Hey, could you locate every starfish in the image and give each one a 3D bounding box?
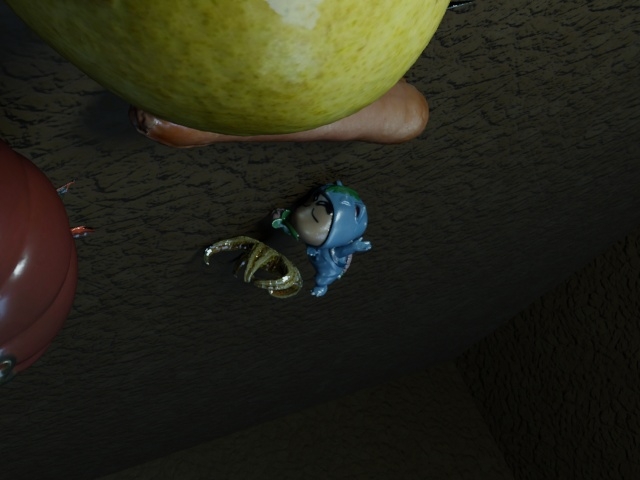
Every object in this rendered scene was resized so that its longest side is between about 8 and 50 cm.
[{"bbox_3d":[-0.104,0.038,1.270,0.074,0.146,0.190,-59,169,-3],"label":"starfish"}]

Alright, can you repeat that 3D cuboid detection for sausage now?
[{"bbox_3d":[-0.029,-0.153,0.925,0.418,0.094,0.094,-7,123,-41],"label":"sausage"}]

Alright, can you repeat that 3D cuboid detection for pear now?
[{"bbox_3d":[-0.057,-0.208,0.463,0.314,0.314,0.314,-23,160,-9],"label":"pear"}]

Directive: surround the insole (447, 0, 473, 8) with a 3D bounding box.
[{"bbox_3d":[0.102,-0.230,0.809,0.080,0.003,0.232,-14,-164,-4],"label":"insole"}]

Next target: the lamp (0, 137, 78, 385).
[{"bbox_3d":[-0.363,0.024,0.693,0.303,0.257,0.303,-14,144,-10],"label":"lamp"}]

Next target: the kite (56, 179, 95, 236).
[{"bbox_3d":[-0.368,-0.001,1.002,0.189,0.009,0.232,-10,154,-36],"label":"kite"}]

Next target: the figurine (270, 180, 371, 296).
[{"bbox_3d":[-0.004,-0.002,1.244,0.144,0.114,0.178,2,121,-14],"label":"figurine"}]
